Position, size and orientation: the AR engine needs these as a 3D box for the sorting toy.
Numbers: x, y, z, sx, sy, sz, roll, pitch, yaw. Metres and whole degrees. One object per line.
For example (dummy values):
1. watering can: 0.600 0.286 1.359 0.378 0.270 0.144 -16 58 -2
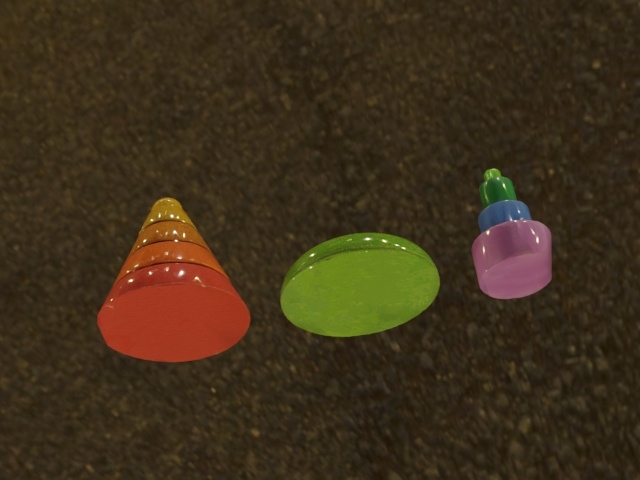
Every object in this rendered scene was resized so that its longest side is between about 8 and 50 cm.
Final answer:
1. sorting toy: 0.000 0.000 1.001 0.365 0.127 0.126 -9 56 -1
